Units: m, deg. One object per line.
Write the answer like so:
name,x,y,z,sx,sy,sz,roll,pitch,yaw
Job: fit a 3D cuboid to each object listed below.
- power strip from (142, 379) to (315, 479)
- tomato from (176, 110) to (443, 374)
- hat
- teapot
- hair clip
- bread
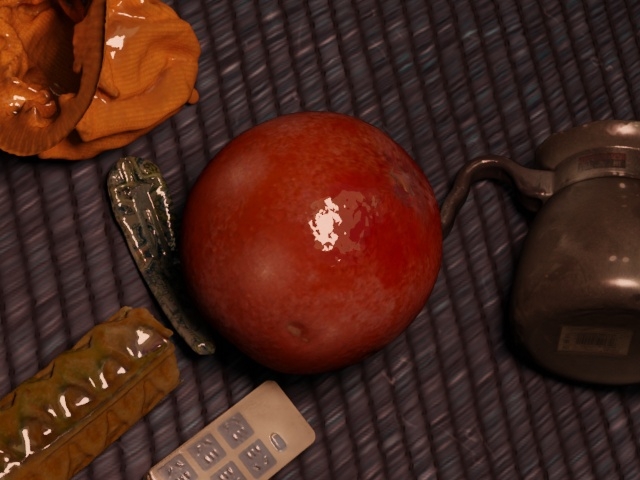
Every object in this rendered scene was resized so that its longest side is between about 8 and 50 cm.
power strip,-0.090,0.219,1.783,0.192,0.035,0.081,-36,85,-30
tomato,0.000,0.000,1.782,0.265,0.265,0.265,8,67,-21
hat,-0.214,-0.179,1.837,0.233,0.244,0.233,18,92,-48
teapot,0.290,0.000,1.974,0.223,0.305,0.285,45,43,-45
hair clip,-0.160,0.018,1.828,0.066,0.036,0.229,-14,72,-31
bread,-0.249,0.170,1.702,0.087,0.098,0.269,26,51,36
